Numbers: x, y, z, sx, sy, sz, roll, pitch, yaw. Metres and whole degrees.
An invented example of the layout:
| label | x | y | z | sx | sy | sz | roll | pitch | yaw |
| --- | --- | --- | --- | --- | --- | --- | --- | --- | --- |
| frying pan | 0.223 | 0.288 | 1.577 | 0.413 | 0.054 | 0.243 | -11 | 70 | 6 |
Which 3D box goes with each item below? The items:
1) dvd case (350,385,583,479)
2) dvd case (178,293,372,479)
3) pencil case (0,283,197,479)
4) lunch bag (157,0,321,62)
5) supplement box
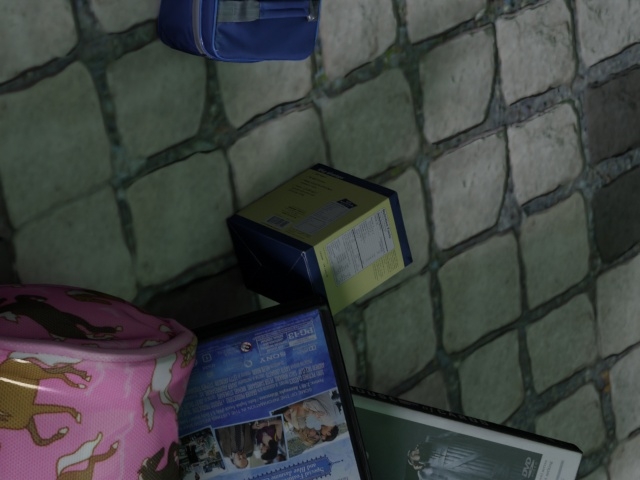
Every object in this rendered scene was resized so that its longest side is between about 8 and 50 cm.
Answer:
| label | x | y | z | sx | sy | sz | roll | pitch | yaw |
| --- | --- | --- | --- | --- | --- | --- | --- | --- | --- |
| dvd case | 0.045 | 0.200 | 1.309 | 0.239 | 0.029 | 0.179 | 15 | 95 | -12 |
| dvd case | -0.055 | 0.169 | 1.229 | 0.180 | 0.022 | 0.253 | -16 | 115 | -6 |
| pencil case | -0.179 | 0.211 | 1.106 | 0.167 | 0.160 | 0.386 | -10 | 113 | -61 |
| lunch bag | -0.043 | -0.144 | 1.163 | 0.098 | 0.065 | 0.067 | -7 | 110 | -40 |
| supplement box | 0.000 | 0.000 | 1.241 | 0.083 | 0.083 | 0.056 | -32 | 125 | -29 |
